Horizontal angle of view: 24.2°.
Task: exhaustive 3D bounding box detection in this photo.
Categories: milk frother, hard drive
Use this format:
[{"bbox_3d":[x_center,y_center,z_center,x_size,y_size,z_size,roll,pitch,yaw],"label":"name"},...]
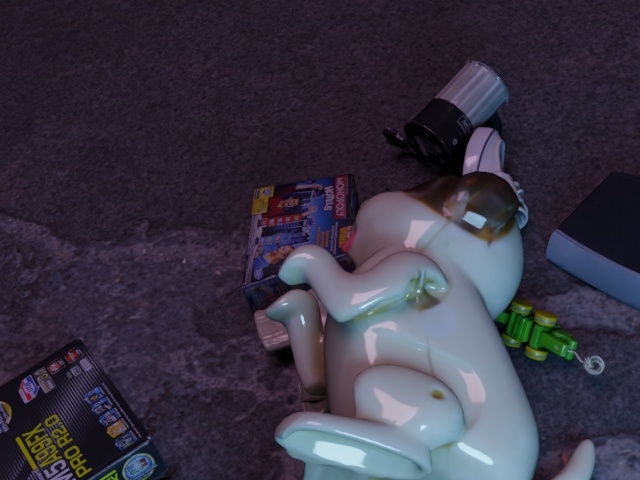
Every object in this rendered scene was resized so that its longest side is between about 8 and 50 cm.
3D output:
[{"bbox_3d":[0.172,-0.175,2.097,0.143,0.129,0.135,31,67,33],"label":"milk frother"},{"bbox_3d":[0.424,0.005,1.870,0.172,0.054,0.254,-43,47,-21],"label":"hard drive"}]

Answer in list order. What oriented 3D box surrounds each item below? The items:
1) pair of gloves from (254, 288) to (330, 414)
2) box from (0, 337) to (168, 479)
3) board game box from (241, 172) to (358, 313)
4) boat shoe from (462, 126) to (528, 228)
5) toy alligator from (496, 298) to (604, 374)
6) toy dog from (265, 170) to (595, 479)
[{"bbox_3d":[0.043,0.138,1.899,0.204,0.042,0.240,-24,48,-10],"label":"pair of gloves"},{"bbox_3d":[-0.342,0.260,1.887,0.216,0.060,0.270,-31,36,-12],"label":"box"},{"bbox_3d":[0.000,0.000,2.039,0.194,0.060,0.194,-7,45,13],"label":"board game box"},{"bbox_3d":[0.231,-0.041,1.966,0.088,0.096,0.268,0,48,16],"label":"boat shoe"},{"bbox_3d":[0.281,0.118,1.821,0.189,0.056,0.051,27,21,39],"label":"toy alligator"},{"bbox_3d":[0.124,0.107,1.699,0.395,0.285,0.408,5,58,6],"label":"toy dog"}]
